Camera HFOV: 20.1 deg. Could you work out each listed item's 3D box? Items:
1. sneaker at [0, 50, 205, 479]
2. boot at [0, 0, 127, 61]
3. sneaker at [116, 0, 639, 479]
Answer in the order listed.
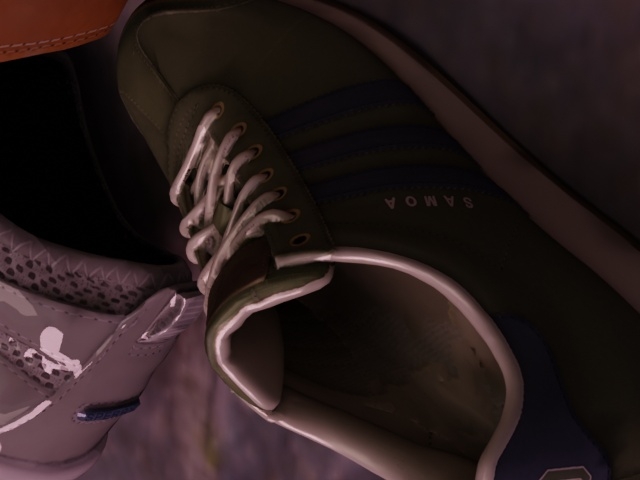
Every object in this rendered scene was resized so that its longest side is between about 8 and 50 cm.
[{"bbox_3d":[-0.126,-0.059,0.537,0.115,0.105,0.281,-40,80,25],"label":"sneaker"},{"bbox_3d":[-0.115,-0.140,0.341,0.109,0.283,0.220,57,131,32],"label":"boot"},{"bbox_3d":[0.000,0.000,0.423,0.192,0.086,0.064,38,130,28],"label":"sneaker"}]
